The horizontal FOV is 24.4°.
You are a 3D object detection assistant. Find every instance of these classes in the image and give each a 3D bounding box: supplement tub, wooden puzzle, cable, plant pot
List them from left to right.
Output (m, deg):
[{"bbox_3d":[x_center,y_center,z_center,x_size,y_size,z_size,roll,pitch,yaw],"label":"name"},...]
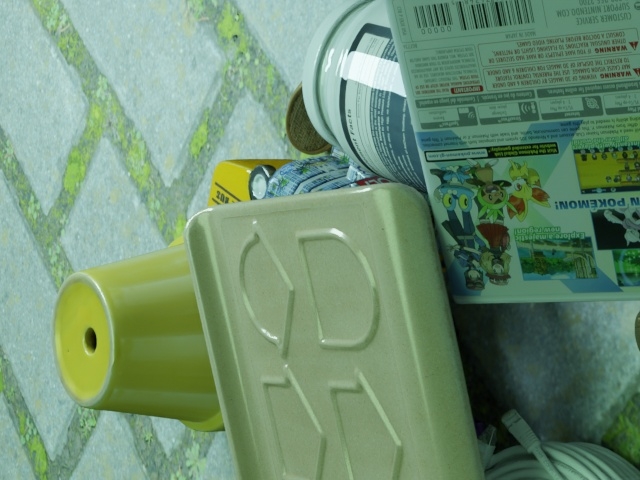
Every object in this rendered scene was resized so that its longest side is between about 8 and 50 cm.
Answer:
[{"bbox_3d":[-0.185,0.115,1.805,0.254,0.239,0.254,5,96,53],"label":"plant pot"},{"bbox_3d":[0.019,0.110,1.412,0.348,0.080,0.322,-6,99,53],"label":"wooden puzzle"},{"bbox_3d":[0.127,-0.135,1.405,0.272,0.191,0.191,25,112,51],"label":"supplement tub"},{"bbox_3d":[0.226,0.315,1.372,0.257,0.089,0.257,40,120,42],"label":"cable"}]

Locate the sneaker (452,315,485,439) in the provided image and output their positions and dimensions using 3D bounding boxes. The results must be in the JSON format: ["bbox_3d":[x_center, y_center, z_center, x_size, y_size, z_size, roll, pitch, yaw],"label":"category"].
[{"bbox_3d":[0.122,0.181,1.518,0.095,0.104,0.236,-37,40,49],"label":"sneaker"}]

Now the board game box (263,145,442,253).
[{"bbox_3d":[0.079,-0.039,1.513,0.194,0.194,0.060,29,115,34],"label":"board game box"}]

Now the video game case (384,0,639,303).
[{"bbox_3d":[0.233,-0.088,1.181,0.329,0.036,0.300,-2,116,26],"label":"video game case"}]

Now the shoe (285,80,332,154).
[{"bbox_3d":[0.025,-0.185,1.665,0.076,0.058,0.219,36,131,8],"label":"shoe"}]

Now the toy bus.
[{"bbox_3d":[0.000,0.000,1.654,0.332,0.108,0.130,35,119,48],"label":"toy bus"}]

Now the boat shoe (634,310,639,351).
[{"bbox_3d":[0.332,0.080,1.247,0.178,0.060,0.064,169,92,-66],"label":"boat shoe"}]
